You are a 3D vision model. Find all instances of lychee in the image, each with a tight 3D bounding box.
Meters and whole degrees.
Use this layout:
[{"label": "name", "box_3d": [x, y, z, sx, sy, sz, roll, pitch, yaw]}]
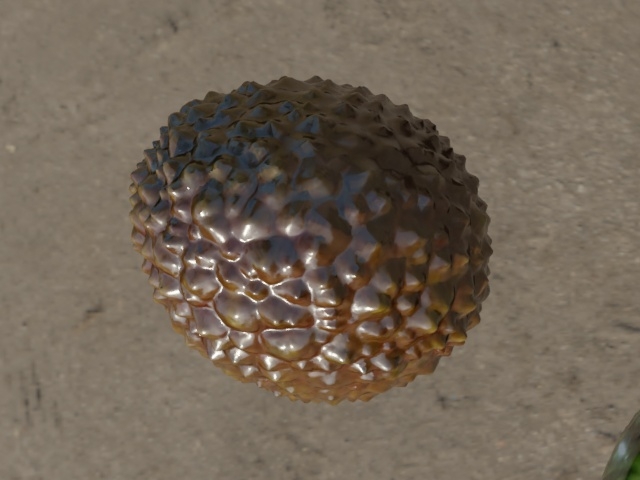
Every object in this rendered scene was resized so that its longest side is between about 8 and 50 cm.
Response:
[{"label": "lychee", "box_3d": [0.000, 0.000, 0.709, 0.200, 0.238, 0.200, -3, 85, 35]}]

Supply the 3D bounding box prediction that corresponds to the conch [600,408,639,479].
[{"label": "conch", "box_3d": [0.199, 0.160, 0.581, 0.187, 0.124, 0.181, 53, 153, 16]}]
